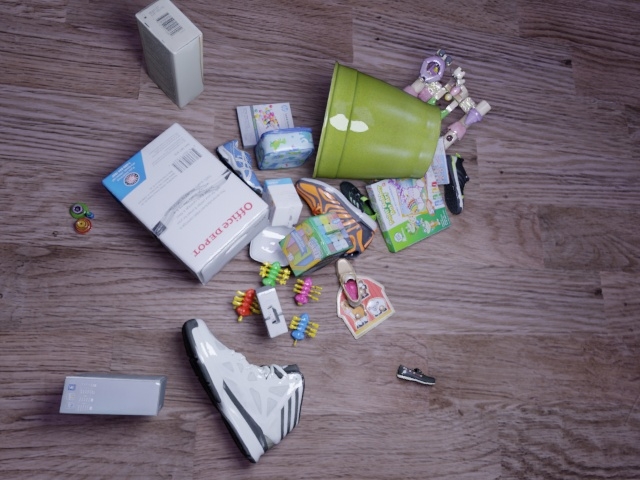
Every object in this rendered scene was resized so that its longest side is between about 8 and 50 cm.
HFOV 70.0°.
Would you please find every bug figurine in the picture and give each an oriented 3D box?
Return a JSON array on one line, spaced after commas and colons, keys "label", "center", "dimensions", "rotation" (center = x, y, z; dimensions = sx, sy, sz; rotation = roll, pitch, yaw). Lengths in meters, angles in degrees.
[{"label": "bug figurine", "center": [-0.124, 0.190, 1.436], "dimensions": [0.278, 0.072, 0.216], "rotation": [27, 85, -11]}]

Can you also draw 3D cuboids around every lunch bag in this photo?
[{"label": "lunch bag", "center": [-0.116, -0.294, 1.481], "dimensions": [0.175, 0.219, 0.090], "rotation": [-8, 86, -14]}]

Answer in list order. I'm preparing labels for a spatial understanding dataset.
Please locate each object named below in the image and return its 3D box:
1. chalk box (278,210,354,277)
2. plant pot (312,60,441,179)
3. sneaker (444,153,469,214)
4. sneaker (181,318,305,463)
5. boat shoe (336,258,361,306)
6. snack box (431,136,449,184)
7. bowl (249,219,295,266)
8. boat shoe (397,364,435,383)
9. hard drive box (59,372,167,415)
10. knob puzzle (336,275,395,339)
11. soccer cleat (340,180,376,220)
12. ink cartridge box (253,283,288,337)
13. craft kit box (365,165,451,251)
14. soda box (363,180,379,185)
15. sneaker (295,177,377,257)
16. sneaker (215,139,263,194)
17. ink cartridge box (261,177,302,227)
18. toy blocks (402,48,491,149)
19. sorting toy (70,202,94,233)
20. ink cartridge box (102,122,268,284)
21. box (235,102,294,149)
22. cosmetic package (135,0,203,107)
[{"label": "chalk box", "center": [0.000, 0.000, 1.388], "dimensions": [0.132, 0.213, 0.132], "rotation": [-16, 74, -49]}, {"label": "plant pot", "center": [0.181, -0.345, 1.463], "dimensions": [0.352, 0.366, 0.367], "rotation": [11, 75, -3]}, {"label": "sneaker", "center": [0.512, -0.213, 1.683], "dimensions": [0.097, 0.084, 0.235], "rotation": [-3, 78, -15]}, {"label": "sneaker", "center": [-0.211, 0.389, 1.355], "dimensions": [0.257, 0.169, 0.448], "rotation": [-30, 94, -26]}, {"label": "boat shoe", "center": [0.096, 0.131, 1.501], "dimensions": [0.062, 0.059, 0.170], "rotation": [-19, 71, -6]}, {"label": "snack box", "center": [0.411, -0.278, 1.610], "dimensions": [0.064, 0.178, 0.022], "rotation": [-1, 38, 26]}, {"label": "bowl", "center": [-0.156, 0.012, 1.489], "dimensions": [0.142, 0.053, 0.142], "rotation": [14, 74, -11]}, {"label": "boat shoe", "center": [0.319, 0.443, 1.506], "dimensions": [0.132, 0.049, 0.042], "rotation": [16, 82, -5]}, {"label": "hard drive box", "center": [-0.547, 0.412, 1.238], "dimensions": [0.232, 0.181, 0.089], "rotation": [6, 77, -11]}, {"label": "knob puzzle", "center": [0.138, 0.201, 1.528], "dimensions": [0.213, 0.030, 0.213], "rotation": [3, 77, -12]}, {"label": "soccer cleat", "center": [0.135, -0.142, 1.576], "dimensions": [0.060, 0.072, 0.179], "rotation": [-33, 77, -19]}, {"label": "ink cartridge box", "center": [-0.146, 0.205, 1.343], "dimensions": [0.056, 0.099, 0.135], "rotation": [-18, 96, -13]}, {"label": "craft kit box", "center": [0.310, -0.121, 1.599], "dimensions": [0.246, 0.061, 0.250], "rotation": [-24, 99, -14]}, {"label": "soda box", "center": [0.216, -0.283, 1.640], "dimensions": [0.058, 0.061, 0.181], "rotation": [33, 73, -4]}, {"label": "sneaker", "center": [0.025, -0.061, 1.511], "dimensions": [0.321, 0.124, 0.180], "rotation": [34, 71, -4]}, {"label": "sneaker", "center": [-0.253, -0.243, 1.509], "dimensions": [0.081, 0.080, 0.211], "rotation": [-39, 90, -15]}, {"label": "ink cartridge box", "center": [-0.124, -0.117, 1.472], "dimensions": [0.089, 0.092, 0.143], "rotation": [-7, 52, -23]}, {"label": "toy blocks", "center": [0.390, -0.445, 1.607], "dimensions": [0.260, 0.309, 0.289], "rotation": [-43, 93, 9]}, {"label": "sorting toy", "center": [-0.719, -0.073, 1.378], "dimensions": [0.061, 0.042, 0.102], "rotation": [-20, 82, -17]}, {"label": "ink cartridge box", "center": [-0.390, -0.107, 1.375], "dimensions": [0.395, 0.166, 0.285], "rotation": [42, 72, 8]}, {"label": "box", "center": [-0.187, -0.396, 1.582], "dimensions": [0.186, 0.038, 0.145], "rotation": [-8, 80, -16]}, {"label": "cosmetic package", "center": [-0.455, -0.567, 1.414], "dimensions": [0.160, 0.309, 0.113], "rotation": [45, 72, -1]}]
